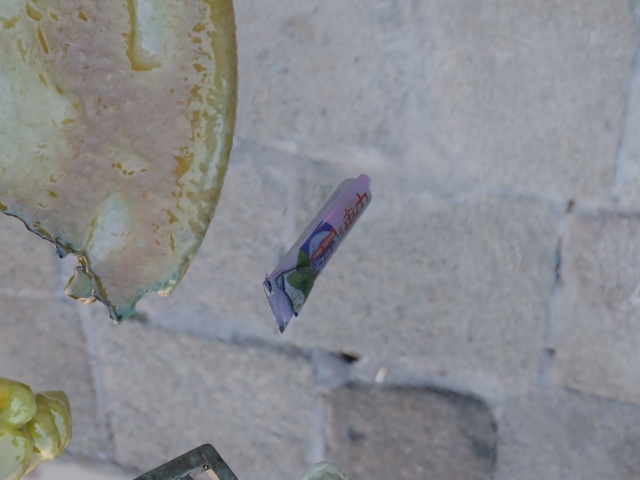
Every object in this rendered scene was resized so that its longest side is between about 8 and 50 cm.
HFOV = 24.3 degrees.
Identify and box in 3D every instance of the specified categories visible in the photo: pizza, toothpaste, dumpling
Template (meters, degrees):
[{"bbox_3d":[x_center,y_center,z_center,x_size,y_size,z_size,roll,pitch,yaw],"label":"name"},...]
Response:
[{"bbox_3d":[-0.156,-0.096,0.746,0.229,0.081,0.289,-12,102,-15],"label":"pizza"},{"bbox_3d":[0.000,0.000,1.090,0.028,0.170,0.045,4,126,27],"label":"toothpaste"},{"bbox_3d":[0.016,0.264,1.540,0.076,0.057,0.052,35,168,7],"label":"dumpling"}]

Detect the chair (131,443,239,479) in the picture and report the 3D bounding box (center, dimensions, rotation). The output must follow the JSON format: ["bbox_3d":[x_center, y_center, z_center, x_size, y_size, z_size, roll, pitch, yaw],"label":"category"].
[{"bbox_3d":[-0.081,0.336,1.309,0.270,0.136,0.147,44,148,37],"label":"chair"}]

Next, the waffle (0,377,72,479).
[{"bbox_3d":[-0.257,0.129,0.731,0.283,0.309,0.065,-19,87,26],"label":"waffle"}]
